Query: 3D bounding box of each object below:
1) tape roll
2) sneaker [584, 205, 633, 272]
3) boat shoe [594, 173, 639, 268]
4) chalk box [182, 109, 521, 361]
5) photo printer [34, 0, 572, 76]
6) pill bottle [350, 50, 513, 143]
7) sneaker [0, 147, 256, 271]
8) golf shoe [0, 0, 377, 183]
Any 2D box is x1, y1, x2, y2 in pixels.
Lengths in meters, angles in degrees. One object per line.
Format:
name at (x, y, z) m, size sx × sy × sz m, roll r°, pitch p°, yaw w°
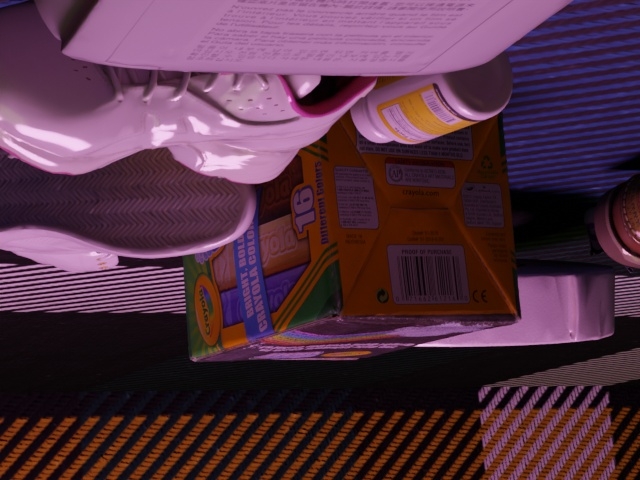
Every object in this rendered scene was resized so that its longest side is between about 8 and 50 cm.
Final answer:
tape roll at (0.105, 0.058, 1.991) m, size 0.392 × 0.072 × 0.392 m, roll 0°, pitch -179°, yaw 0°
sneaker at (0.316, -0.002, 1.974) m, size 0.098 × 0.069 × 0.038 m, roll -5°, pitch 170°, yaw 3°
boat shoe at (0.407, -0.020, 1.799) m, size 0.307 × 0.110 × 0.104 m, roll -5°, pitch 165°, yaw -25°
chalk box at (0.000, 0.000, 1.582) m, size 0.180 × 0.179 × 0.289 m, roll 2°, pitch 169°, yaw -34°
photo printer at (0.021, -0.164, 0.890) m, size 0.256 × 0.107 × 0.307 m, roll -1°, pitch 168°, yaw -19°
pill bottle at (0.073, -0.103, 1.354) m, size 0.065 × 0.065 × 0.116 m, roll 4°, pitch 168°, yaw -36°
sneaker at (-0.161, -0.032, 1.575) m, size 0.292 × 0.108 × 0.169 m, roll 2°, pitch 174°, yaw 23°
golf shoe at (-0.088, -0.109, 1.200) m, size 0.140 × 0.115 × 0.306 m, roll -25°, pitch 165°, yaw 36°
